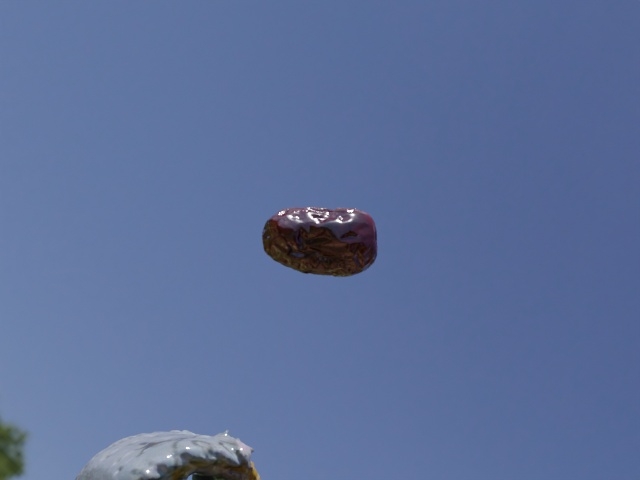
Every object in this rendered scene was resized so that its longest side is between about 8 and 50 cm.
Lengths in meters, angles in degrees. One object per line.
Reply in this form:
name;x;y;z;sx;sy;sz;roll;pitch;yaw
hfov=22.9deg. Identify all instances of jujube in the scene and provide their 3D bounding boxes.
jujube;0.000;0.000;1.713;0.129;0.077;0.077;4;-17;-19

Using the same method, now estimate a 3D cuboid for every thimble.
thimble;-0.128;0.224;1.298;0.118;0.151;0.127;-1;-79;58
